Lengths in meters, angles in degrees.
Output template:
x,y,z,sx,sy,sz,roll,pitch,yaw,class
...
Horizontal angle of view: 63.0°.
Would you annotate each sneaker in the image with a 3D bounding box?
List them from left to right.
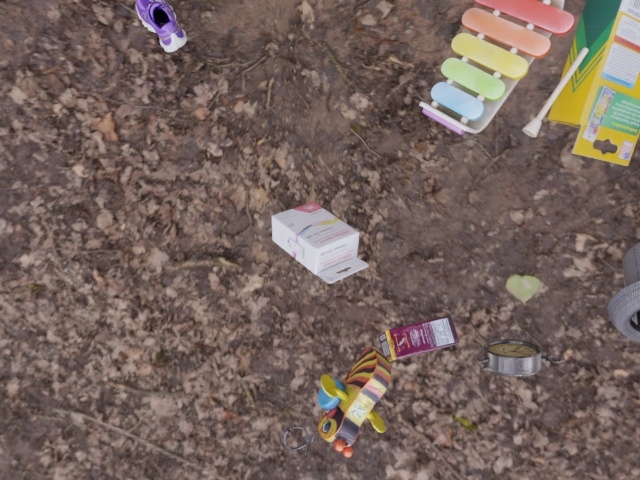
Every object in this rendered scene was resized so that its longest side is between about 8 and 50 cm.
x,y,z,sx,sy,sz,roll,pitch,yaw,class
-0.316,-0.446,1.026,0.068,0.170,0.071,-35,153,-9,sneaker

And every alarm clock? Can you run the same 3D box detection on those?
x,y,z,sx,sy,sz,roll,pitch,yaw,class
0.477,0.282,1.244,0.191,0.129,0.064,-4,96,18,alarm clock

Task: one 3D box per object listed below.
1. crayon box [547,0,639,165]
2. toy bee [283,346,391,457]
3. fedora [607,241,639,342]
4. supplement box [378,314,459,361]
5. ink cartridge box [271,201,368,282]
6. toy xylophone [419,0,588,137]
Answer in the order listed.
x,y,z,sx,sy,sz,roll,pitch,yaw,class
0.574,-0.324,1.028,0.203,0.083,0.323,4,107,-32,crayon box
0.063,0.390,1.145,0.195,0.162,0.298,18,100,-20,toy bee
0.540,0.060,0.727,0.275,0.124,0.244,9,149,-3,fedora
0.264,0.266,1.414,0.188,0.104,0.081,-12,75,-8,supplement box
0.000,0.000,1.088,0.115,0.198,0.067,-23,131,-33,ink cartridge box
0.351,-0.337,0.987,0.236,0.081,0.323,29,95,28,toy xylophone
